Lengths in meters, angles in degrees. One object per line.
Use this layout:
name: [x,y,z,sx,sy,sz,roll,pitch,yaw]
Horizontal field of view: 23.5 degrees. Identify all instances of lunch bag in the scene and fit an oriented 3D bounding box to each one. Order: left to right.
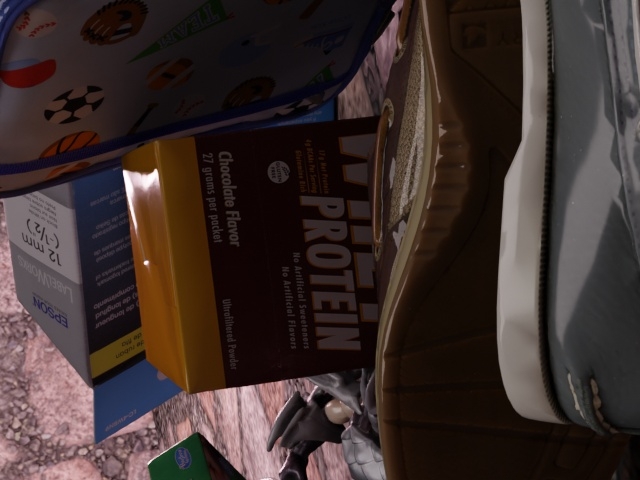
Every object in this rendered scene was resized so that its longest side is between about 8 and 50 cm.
lunch bag: [-0.086,-0.138,0.926,0.115,0.303,0.243,60,148,22]

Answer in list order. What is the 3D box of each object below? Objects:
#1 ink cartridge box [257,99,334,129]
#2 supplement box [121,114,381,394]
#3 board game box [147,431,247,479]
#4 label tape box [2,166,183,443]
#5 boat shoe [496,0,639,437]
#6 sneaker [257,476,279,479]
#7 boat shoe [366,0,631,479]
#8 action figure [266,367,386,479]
ink cartridge box: [-0.067,-0.035,1.253,0.086,0.148,0.203,-121,25,-56]
supplement box: [0.000,0.000,0.866,0.191,0.194,0.129,-177,80,-77]
board game box: [0.004,0.293,1.037,0.317,0.046,0.213,52,-170,-39]
label tape box: [-0.152,-0.027,1.376,0.115,0.249,0.347,29,134,33]
boat shoe: [0.129,-0.080,0.544,0.099,0.116,0.319,11,107,31]
sneaker: [0.000,0.339,1.255,0.114,0.152,0.305,-35,40,28]
boat shoe: [0.079,-0.021,0.708,0.123,0.123,0.341,-114,22,-76]
action figure: [0.052,0.176,0.949,0.185,0.099,0.285,43,152,42]
